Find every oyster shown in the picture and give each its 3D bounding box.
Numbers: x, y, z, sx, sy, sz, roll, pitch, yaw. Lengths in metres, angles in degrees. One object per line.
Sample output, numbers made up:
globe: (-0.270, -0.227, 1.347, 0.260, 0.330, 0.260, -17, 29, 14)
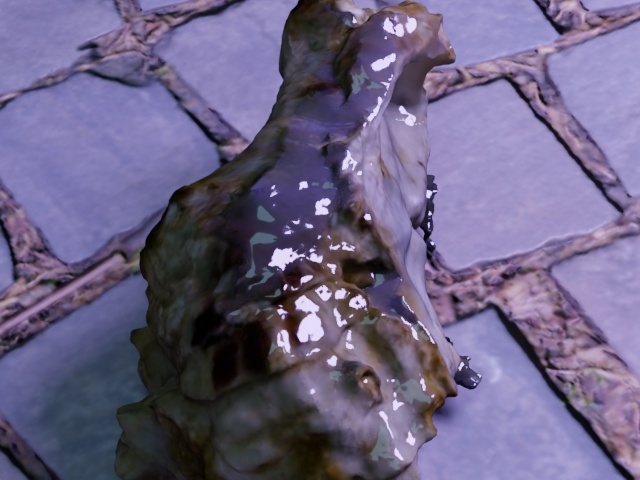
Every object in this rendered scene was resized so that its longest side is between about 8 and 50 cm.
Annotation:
oyster: (0.007, 0.000, 1.016, 0.197, 0.133, 0.337, 14, 56, 12)
